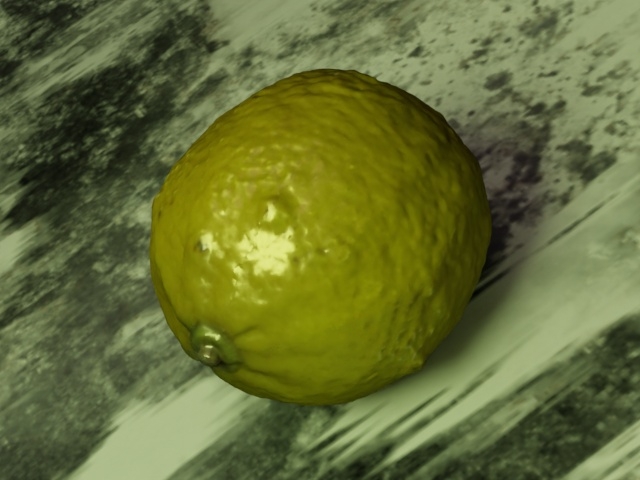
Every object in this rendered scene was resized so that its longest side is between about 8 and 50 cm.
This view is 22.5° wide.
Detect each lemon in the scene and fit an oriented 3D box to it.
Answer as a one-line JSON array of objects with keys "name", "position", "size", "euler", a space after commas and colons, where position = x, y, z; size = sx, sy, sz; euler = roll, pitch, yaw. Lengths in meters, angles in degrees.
[{"name": "lemon", "position": [0.000, 0.000, 0.958], "size": [0.192, 0.192, 0.231], "euler": [9, 46, 40]}]
